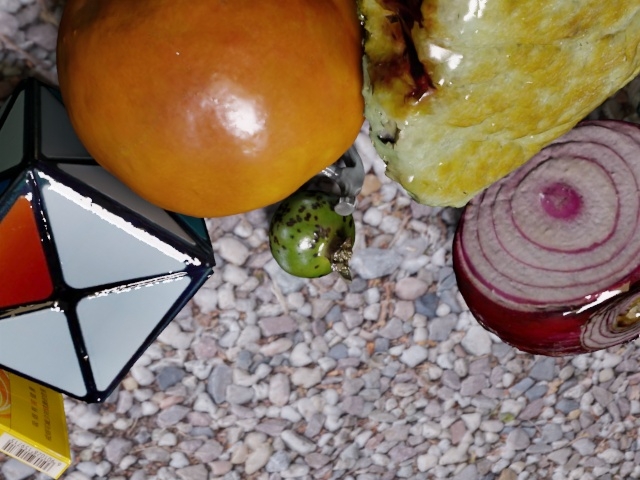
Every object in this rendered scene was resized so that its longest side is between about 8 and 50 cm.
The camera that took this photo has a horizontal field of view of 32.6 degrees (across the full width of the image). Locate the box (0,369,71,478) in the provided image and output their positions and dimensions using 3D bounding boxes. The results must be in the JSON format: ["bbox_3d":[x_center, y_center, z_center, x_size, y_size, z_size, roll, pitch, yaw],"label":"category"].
[{"bbox_3d":[-0.440,0.192,1.395,0.269,0.152,0.043,37,101,-32],"label":"box"}]

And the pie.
[{"bbox_3d":[0.205,-0.233,1.096,0.395,0.180,0.418,-27,140,-12],"label":"pie"}]

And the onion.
[{"bbox_3d":[0.354,0.017,1.468,0.336,0.282,0.260,-44,142,-1],"label":"onion"}]

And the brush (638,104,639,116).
[{"bbox_3d":[0.537,-0.211,1.529,0.193,0.032,0.043,-23,123,-2],"label":"brush"}]

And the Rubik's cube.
[{"bbox_3d":[-0.299,-0.001,1.266,0.248,0.246,0.250,32,108,-31],"label":"Rubik's cube"}]

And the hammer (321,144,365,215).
[{"bbox_3d":[-0.052,-0.128,1.381,0.246,0.103,0.029,28,141,-15],"label":"hammer"}]

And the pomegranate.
[{"bbox_3d":[0.000,0.000,1.420,0.122,0.161,0.122,-19,127,-27],"label":"pomegranate"}]

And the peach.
[{"bbox_3d":[-0.114,-0.202,1.155,0.342,0.343,0.302,-32,119,3],"label":"peach"}]
